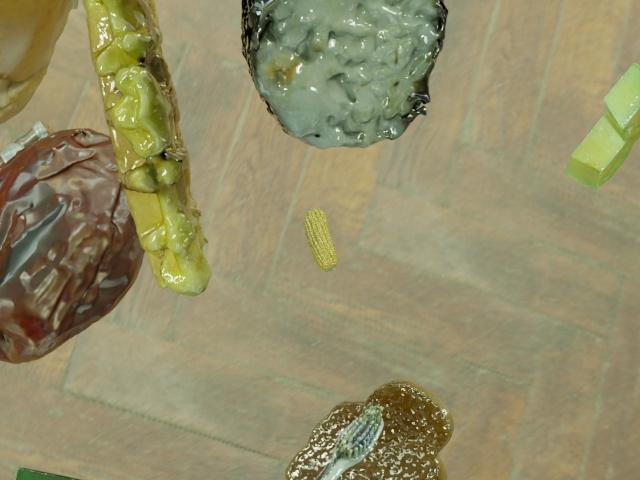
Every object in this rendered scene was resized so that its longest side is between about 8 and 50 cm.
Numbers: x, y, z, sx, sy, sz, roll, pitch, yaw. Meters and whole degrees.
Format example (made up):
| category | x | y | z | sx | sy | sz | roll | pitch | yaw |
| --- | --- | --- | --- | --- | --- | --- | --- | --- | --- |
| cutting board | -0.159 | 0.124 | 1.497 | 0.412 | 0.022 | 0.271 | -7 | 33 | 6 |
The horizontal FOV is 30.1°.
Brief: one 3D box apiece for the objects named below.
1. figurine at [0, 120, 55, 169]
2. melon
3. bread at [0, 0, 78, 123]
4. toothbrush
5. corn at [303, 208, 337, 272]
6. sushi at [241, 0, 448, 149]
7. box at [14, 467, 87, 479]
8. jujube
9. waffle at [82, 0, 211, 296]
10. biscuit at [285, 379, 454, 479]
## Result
| category | x | y | z | sx | sy | sz | roll | pitch | yaw |
| --- | --- | --- | --- | --- | --- | --- | --- | --- | --- |
| figurine | -0.413 | -0.068 | 1.547 | 0.197 | 0.093 | 0.147 | -34 | 51 | -2 |
| melon | 0.421 | -0.164 | 1.689 | 0.118 | 0.209 | 0.064 | -39 | 70 | -19 |
| bread | -0.177 | -0.099 | 0.322 | 0.236 | 0.140 | 0.106 | 9 | 51 | -25 |
| toothbrush | -0.063 | 0.306 | 1.144 | 0.035 | 0.042 | 0.413 | 29 | 56 | 23 |
| corn | 0.000 | 0.000 | 1.711 | 0.037 | 0.037 | 0.092 | -14 | 76 | -19 |
| sushi | 0.005 | -0.164 | 0.694 | 0.147 | 0.115 | 0.213 | 1 | 116 | -17 |
| box | -0.219 | 0.262 | 1.189 | 0.132 | 0.235 | 0.034 | 11 | 74 | 1 |
| jujube | -0.297 | 0.000 | 1.321 | 0.197 | 0.197 | 0.290 | 29 | 51 | -8 |
| waffle | -0.134 | -0.101 | 0.895 | 0.058 | 0.282 | 0.301 | -13 | 37 | -6 |
| biscuit | 0.073 | 0.328 | 1.671 | 0.208 | 0.041 | 0.290 | 39 | 100 | 10 |
